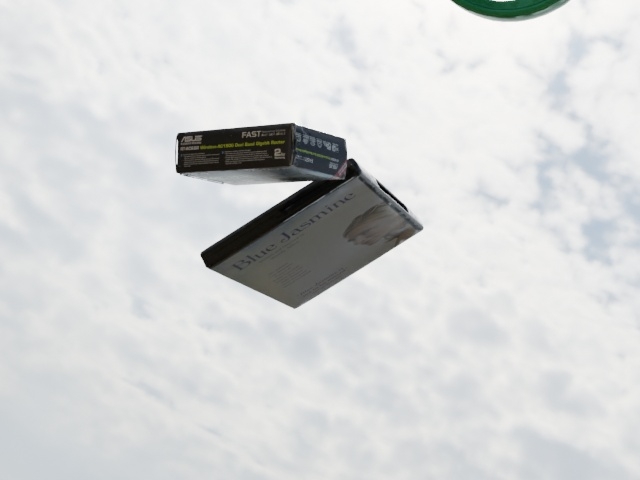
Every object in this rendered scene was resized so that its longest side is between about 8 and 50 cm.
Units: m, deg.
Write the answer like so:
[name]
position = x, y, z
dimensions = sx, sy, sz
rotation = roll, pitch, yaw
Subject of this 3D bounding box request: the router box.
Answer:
[router box]
position = -0.051, -0.073, 1.086
dimensions = 0.122, 0.038, 0.092
rotation = -2, -7, 31

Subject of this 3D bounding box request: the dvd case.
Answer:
[dvd case]
position = 0.000, 0.000, 1.314
dimensions = 0.022, 0.180, 0.253
rotation = 62, 11, 20

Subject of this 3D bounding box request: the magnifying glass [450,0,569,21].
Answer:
[magnifying glass]
position = 0.047, -0.187, 0.725
dimensions = 0.231, 0.092, 0.026
rotation = 15, 5, 16
